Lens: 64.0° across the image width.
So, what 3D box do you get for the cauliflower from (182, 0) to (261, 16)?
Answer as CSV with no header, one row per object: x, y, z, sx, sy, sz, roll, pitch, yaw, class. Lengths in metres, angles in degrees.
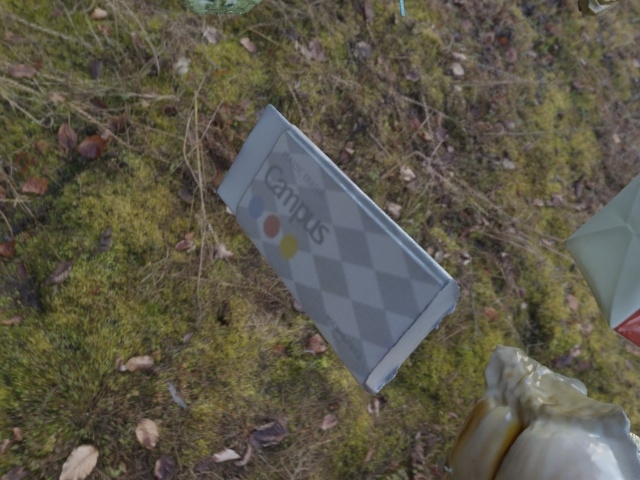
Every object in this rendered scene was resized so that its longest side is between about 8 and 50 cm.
-0.065,-0.312,0.346,0.250,0.272,0.275,38,80,2,cauliflower

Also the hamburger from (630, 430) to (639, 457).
0.431,0.379,0.780,0.122,0.215,0.190,-18,93,-48,hamburger

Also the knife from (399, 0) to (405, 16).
0.142,-0.444,0.919,0.014,0.005,0.091,4,77,-42,knife

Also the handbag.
0.424,0.062,0.517,0.298,0.151,0.171,29,30,-9,handbag

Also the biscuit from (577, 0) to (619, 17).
0.162,-0.207,0.309,0.228,0.176,0.031,-8,55,6,biscuit

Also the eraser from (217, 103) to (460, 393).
0.000,0.000,0.728,0.082,0.213,0.397,7,35,-51,eraser

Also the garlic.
0.239,0.276,0.457,0.249,0.286,0.313,-34,105,-25,garlic
